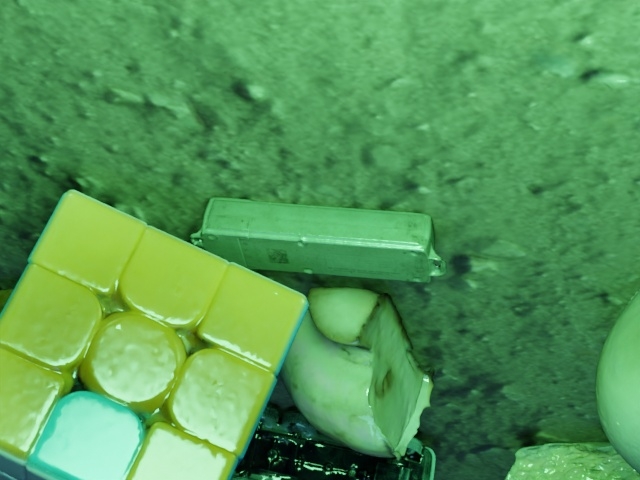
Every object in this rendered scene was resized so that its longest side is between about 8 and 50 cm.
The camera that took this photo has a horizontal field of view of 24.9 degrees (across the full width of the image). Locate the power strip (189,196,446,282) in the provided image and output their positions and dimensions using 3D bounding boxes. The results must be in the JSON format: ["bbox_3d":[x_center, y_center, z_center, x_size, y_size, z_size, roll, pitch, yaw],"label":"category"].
[{"bbox_3d":[0.000,0.000,1.533,0.272,0.052,0.078,4,149,10],"label":"power strip"}]

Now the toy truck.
[{"bbox_3d":[-0.001,0.331,2.023,0.306,0.136,0.162,12,157,3],"label":"toy truck"}]

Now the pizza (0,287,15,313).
[{"bbox_3d":[-0.408,0.121,1.866,0.127,0.058,0.246,13,148,-2],"label":"pizza"}]

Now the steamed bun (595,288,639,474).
[{"bbox_3d":[0.449,0.169,1.524,0.324,0.206,0.324,7,149,4],"label":"steamed bun"}]

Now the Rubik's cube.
[{"bbox_3d":[-0.213,0.169,1.583,0.291,0.291,0.290,25,157,-1],"label":"Rubik's cube"}]

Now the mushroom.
[{"bbox_3d":[0.015,0.170,1.709,0.173,0.162,0.236,-3,146,20],"label":"mushroom"}]

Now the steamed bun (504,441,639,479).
[{"bbox_3d":[0.342,0.345,1.894,0.226,0.200,0.170,0,109,22],"label":"steamed bun"}]
